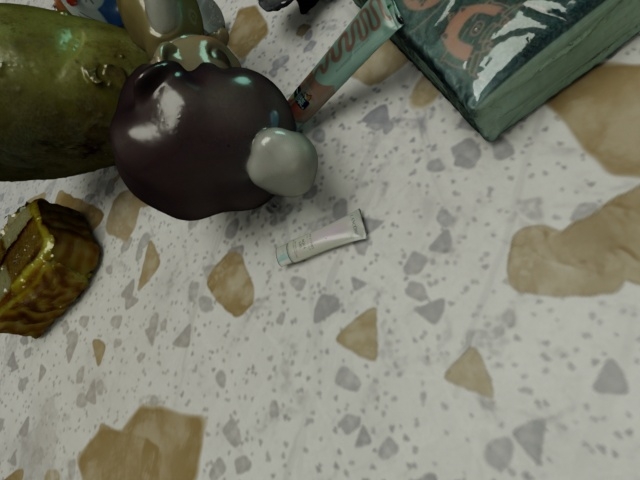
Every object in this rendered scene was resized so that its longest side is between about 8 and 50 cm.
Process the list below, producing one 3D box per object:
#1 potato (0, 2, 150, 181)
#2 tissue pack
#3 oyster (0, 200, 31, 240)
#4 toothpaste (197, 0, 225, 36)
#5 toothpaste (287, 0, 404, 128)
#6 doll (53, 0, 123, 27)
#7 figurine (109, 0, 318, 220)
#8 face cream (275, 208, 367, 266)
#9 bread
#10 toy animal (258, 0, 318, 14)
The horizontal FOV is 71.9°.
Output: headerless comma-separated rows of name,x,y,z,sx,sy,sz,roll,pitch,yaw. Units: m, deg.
potato,-0.380,-0.211,0.640,0.359,0.270,0.219,-8,71,2
tissue pack,0.169,-0.288,0.457,0.228,0.103,0.316,-37,59,14
oyster,-0.563,-0.018,0.836,0.148,0.051,0.103,-34,61,35
toothpaste,-0.297,-0.340,0.779,0.299,0.073,0.114,-7,51,33
toothpaste,0.015,-0.197,0.510,0.205,0.036,0.056,-35,71,45
doll,-0.483,-0.514,0.892,0.256,0.215,0.161,15,44,43
figurine,-0.141,-0.197,0.534,0.218,0.206,0.365,135,129,-64
face cream,0.000,0.000,0.509,0.115,0.020,0.038,-22,63,20
bread,-0.481,0.050,0.740,0.222,0.096,0.181,-48,54,9
toy animal,0.009,-0.438,0.566,0.122,0.185,0.298,41,121,34
